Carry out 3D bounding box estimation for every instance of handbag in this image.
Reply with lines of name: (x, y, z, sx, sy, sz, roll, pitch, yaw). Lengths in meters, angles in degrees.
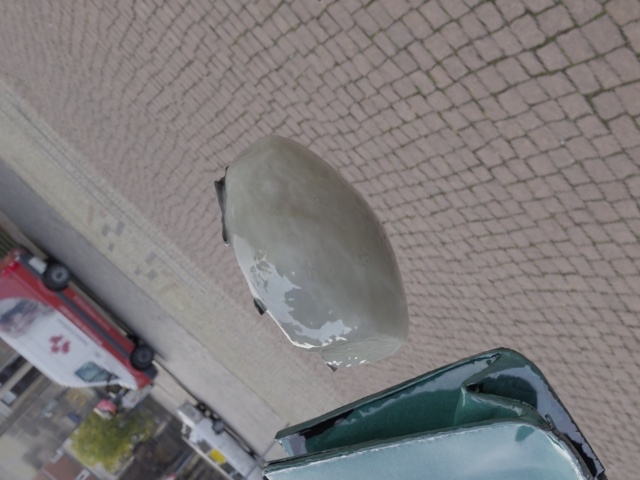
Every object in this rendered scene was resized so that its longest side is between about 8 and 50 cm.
handbag: (0.124, 0.237, 0.635, 0.274, 0.100, 0.269, -25, 113, 27)

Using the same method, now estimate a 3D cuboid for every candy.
candy: (0.000, 0.000, 1.110, 0.386, 0.186, 0.427, 39, -158, -48)
